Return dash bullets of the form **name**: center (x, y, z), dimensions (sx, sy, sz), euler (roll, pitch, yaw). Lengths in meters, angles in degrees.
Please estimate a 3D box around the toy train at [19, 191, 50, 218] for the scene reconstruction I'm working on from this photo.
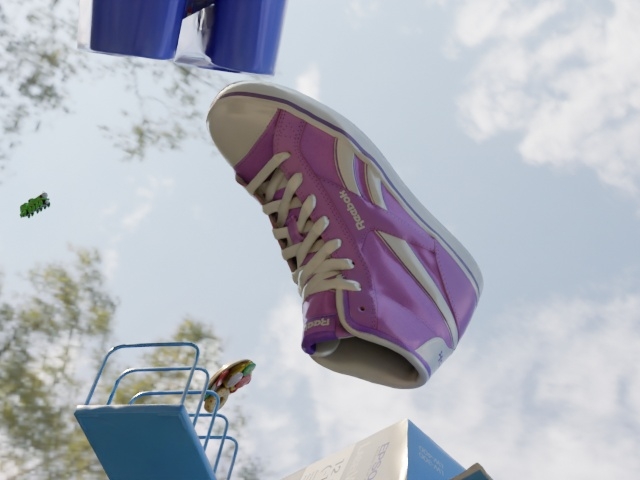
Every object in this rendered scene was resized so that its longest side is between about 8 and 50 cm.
- **toy train**: center (-0.415, -0.051, 1.512), dimensions (0.083, 0.017, 0.024), euler (-20, -109, 48)

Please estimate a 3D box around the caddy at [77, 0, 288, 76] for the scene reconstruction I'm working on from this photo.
- **caddy**: center (-0.165, -0.300, 1.247), dimensions (0.341, 0.241, 0.179), euler (-152, -112, -67)

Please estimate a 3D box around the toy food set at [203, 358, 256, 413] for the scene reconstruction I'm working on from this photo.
- **toy food set**: center (-0.118, 0.184, 1.344), dimensions (0.083, 0.082, 0.020), euler (-31, -117, -26)

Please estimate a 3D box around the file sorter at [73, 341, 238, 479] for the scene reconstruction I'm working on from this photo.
- **file sorter**: center (-0.169, 0.202, 1.127), dimensions (0.118, 0.170, 0.104), euler (-4, -140, 14)

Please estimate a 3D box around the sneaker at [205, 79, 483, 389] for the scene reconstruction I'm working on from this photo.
- **sneaker**: center (0.001, 0.000, 0.822), dimensions (0.282, 0.161, 0.102), euler (40, -44, -2)

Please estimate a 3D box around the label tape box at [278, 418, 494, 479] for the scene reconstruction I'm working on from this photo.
- **label tape box**: center (0.107, 0.279, 0.868), dimensions (0.249, 0.115, 0.347), euler (42, -46, -11)
